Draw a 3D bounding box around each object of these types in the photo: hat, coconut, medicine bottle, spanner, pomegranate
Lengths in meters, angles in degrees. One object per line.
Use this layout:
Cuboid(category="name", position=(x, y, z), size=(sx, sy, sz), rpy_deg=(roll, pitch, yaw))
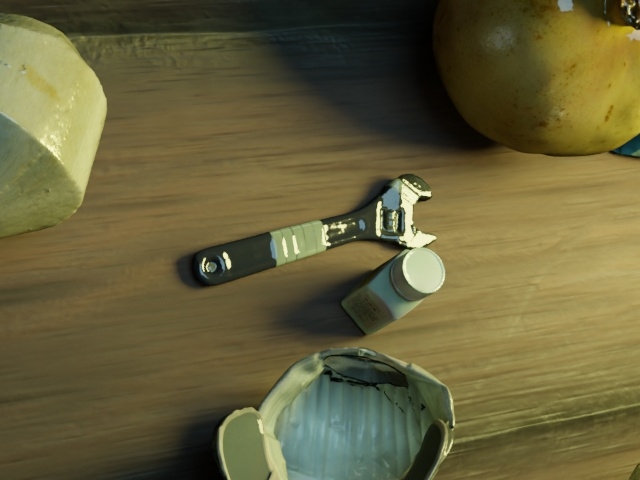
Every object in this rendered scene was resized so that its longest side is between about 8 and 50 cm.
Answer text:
Cuboid(category="hat", position=(0.023, 0.226, 1.682), size=(0.232, 0.161, 0.275), rpy_deg=(-2, 29, 12))
Cuboid(category="coconut", position=(-0.315, -0.098, 1.642), size=(0.202, 0.202, 0.222), rpy_deg=(24, 60, -18))
Cuboid(category="medicine bottle", position=(0.082, 0.049, 1.837), size=(0.074, 0.118, 0.055), rpy_deg=(-40, 93, -32))
Cuboid(category="spanner", position=(0.000, 0.000, 1.872), size=(0.316, 0.024, 0.087), rpy_deg=(-17, 85, -32))
Cuboid(category="pomegranate", position=(0.277, -0.245, 1.929), size=(0.319, 0.319, 0.319), rpy_deg=(10, 67, -24))

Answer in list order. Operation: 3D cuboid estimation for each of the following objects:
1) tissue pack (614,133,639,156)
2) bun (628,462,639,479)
Cuboid(category="tissue pack", position=(0.490, -0.199, 2.056), size=(0.198, 0.263, 0.146), rpy_deg=(6, 69, -26))
Cuboid(category="bun", position=(0.420, 0.373, 1.818), size=(0.349, 0.227, 0.352), rpy_deg=(19, 55, -46))
